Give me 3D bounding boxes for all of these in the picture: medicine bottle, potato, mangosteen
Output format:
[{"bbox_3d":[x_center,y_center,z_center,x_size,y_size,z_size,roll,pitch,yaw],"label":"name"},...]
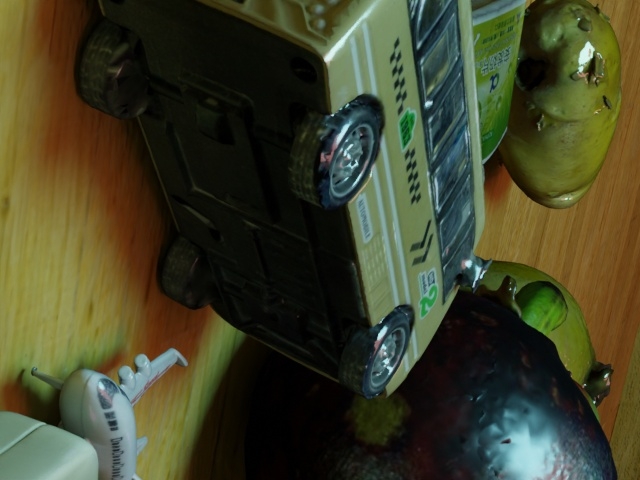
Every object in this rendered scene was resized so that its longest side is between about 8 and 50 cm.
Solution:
[{"bbox_3d":[0.104,-0.118,1.268,0.132,0.088,0.188,-34,135,-55],"label":"medicine bottle"},{"bbox_3d":[0.252,-0.146,1.613,0.300,0.140,0.173,80,25,-62],"label":"potato"},{"bbox_3d":[0.109,0.159,1.194,0.359,0.306,0.306,-37,147,-18],"label":"mangosteen"}]

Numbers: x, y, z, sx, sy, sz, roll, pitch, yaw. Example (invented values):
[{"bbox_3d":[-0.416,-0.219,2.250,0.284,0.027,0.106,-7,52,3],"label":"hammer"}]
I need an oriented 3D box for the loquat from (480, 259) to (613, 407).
[{"bbox_3d":[0.159,0.131,1.443,0.244,0.244,0.243,17,90,-70],"label":"loquat"}]

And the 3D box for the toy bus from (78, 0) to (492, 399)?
[{"bbox_3d":[0.001,-0.065,0.924,0.202,0.177,0.365,-53,154,-25],"label":"toy bus"}]

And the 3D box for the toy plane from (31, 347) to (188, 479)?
[{"bbox_3d":[-0.133,0.119,0.908,0.162,0.066,0.171,-62,158,-28],"label":"toy plane"}]

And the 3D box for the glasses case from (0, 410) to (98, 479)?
[{"bbox_3d":[-0.222,0.202,0.734,0.313,0.070,0.131,-35,137,-59],"label":"glasses case"}]
